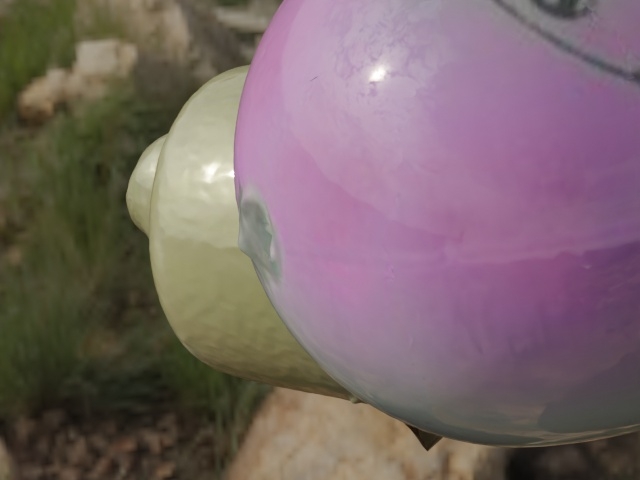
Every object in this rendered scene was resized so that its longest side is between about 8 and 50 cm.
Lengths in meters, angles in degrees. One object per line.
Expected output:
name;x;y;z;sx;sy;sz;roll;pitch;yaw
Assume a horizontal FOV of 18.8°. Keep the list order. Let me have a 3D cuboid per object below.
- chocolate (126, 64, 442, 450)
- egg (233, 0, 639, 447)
chocolate;0.000;0.000;1.696;0.297;0.326;0.314;-8;15;33
egg;0.102;-0.038;0.642;0.271;0.196;0.196;-20;38;-33
